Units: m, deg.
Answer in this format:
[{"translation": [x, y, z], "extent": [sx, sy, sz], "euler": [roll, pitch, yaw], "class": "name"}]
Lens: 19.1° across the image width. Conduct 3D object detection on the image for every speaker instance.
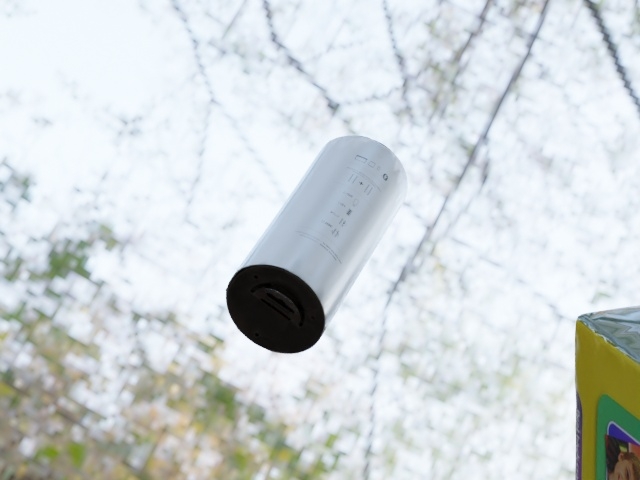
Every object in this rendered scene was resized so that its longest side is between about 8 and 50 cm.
[{"translation": [0.000, 0.000, 0.990], "extent": [0.055, 0.136, 0.055], "euler": [11, -54, 16], "class": "speaker"}]

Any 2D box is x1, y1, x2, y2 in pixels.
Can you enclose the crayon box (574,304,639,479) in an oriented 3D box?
[{"translation": [0.278, 0.258, 1.272], "extent": [0.106, 0.313, 0.363], "euler": [-8, -73, -15], "class": "crayon box"}]
